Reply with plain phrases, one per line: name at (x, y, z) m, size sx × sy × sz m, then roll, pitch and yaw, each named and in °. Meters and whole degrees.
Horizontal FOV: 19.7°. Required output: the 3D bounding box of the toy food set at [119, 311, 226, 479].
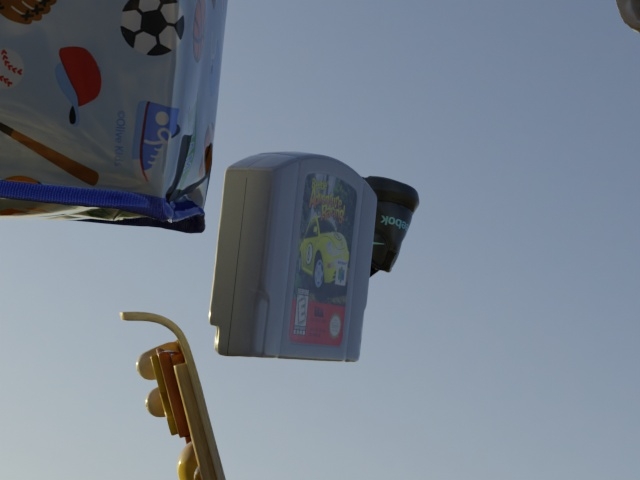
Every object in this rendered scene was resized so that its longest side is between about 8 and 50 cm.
toy food set at (-0.149, 0.215, 1.832) m, size 0.092 × 0.306 × 0.220 m, roll -15°, pitch -2°, yaw -6°

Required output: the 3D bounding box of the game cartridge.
game cartridge at (-0.018, 0.016, 1.743) m, size 0.060 × 0.196 × 0.294 m, roll 1°, pitch -4°, yaw 21°

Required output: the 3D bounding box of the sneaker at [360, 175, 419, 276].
sneaker at (0.000, 0.000, 2.090) m, size 0.101 × 0.106 × 0.267 m, roll 18°, pitch -20°, yaw -34°

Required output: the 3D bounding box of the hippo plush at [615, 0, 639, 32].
hippo plush at (0.255, -0.211, 1.031) m, size 0.234 × 0.236 × 0.294 m, roll 37°, pitch 1°, yaw 4°

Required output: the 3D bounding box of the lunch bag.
lunch bag at (-0.271, -0.180, 1.430) m, size 0.385 × 0.328 × 0.239 m, roll 4°, pitch -5°, yaw 6°
